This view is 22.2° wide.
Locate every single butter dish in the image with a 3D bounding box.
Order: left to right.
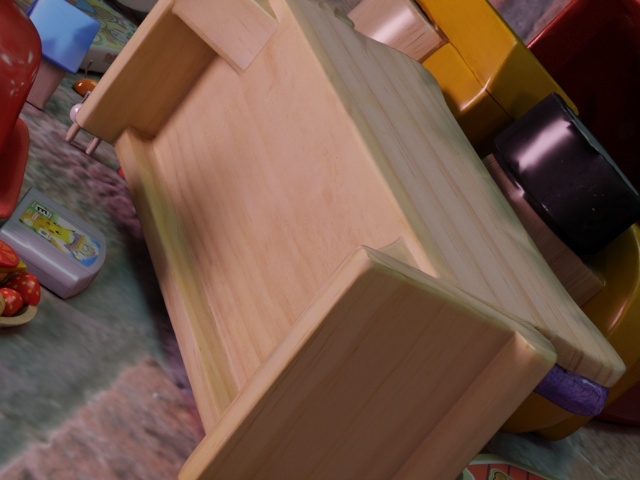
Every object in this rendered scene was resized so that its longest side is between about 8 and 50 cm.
[{"bbox_3d":[-0.202,-0.110,0.856,0.160,0.118,0.160,31,17,-17],"label":"butter dish"}]

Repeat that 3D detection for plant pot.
[{"bbox_3d":[0.259,-0.003,1.318,0.236,0.267,0.267,37,11,-47],"label":"plant pot"}]

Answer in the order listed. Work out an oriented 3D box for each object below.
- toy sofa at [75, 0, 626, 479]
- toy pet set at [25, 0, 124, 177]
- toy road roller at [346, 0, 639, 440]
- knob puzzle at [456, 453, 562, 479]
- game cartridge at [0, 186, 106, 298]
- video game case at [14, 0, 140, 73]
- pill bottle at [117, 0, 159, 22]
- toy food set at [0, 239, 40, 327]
[{"bbox_3d":[0.000,0.000,0.886,0.177,0.150,0.362,27,22,-32],"label":"toy sofa"},{"bbox_3d":[-0.148,-0.110,1.068,0.114,0.065,0.122,32,16,-18],"label":"toy pet set"},{"bbox_3d":[0.110,-0.008,1.111,0.240,0.202,0.329,41,14,-39],"label":"toy road roller"},{"bbox_3d":[0.158,0.181,0.961,0.213,0.030,0.213,34,16,-11],"label":"knob puzzle"},{"bbox_3d":[-0.140,0.001,0.863,0.056,0.017,0.083,38,16,-10],"label":"game cartridge"},{"bbox_3d":[-0.233,-0.200,1.213,0.227,0.026,0.206,43,17,20],"label":"video game case"},{"bbox_3d":[-0.100,-0.231,1.362,0.131,0.131,0.229,40,12,10],"label":"pill bottle"},{"bbox_3d":[-0.168,0.010,0.768,0.082,0.020,0.083,43,17,21],"label":"toy food set"}]
